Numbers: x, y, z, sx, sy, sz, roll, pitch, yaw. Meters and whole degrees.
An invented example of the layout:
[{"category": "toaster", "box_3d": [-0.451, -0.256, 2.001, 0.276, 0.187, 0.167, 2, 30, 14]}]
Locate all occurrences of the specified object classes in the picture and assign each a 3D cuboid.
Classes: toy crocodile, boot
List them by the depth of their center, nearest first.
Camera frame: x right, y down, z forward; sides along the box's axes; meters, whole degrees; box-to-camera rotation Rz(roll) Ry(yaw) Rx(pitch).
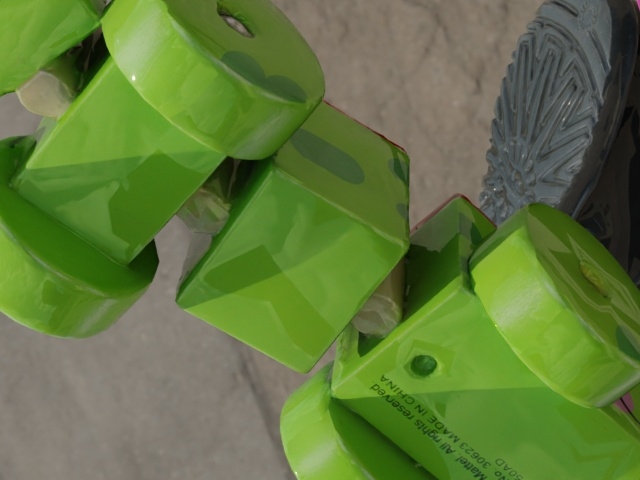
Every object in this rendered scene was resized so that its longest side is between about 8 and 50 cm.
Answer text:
[{"category": "toy crocodile", "box_3d": [0.000, 0.000, 0.469, 0.115, 0.340, 0.105, -46, 17, 27]}, {"category": "boot", "box_3d": [0.369, -0.054, 1.290, 0.146, 0.445, 0.367, -115, 31, -47]}]

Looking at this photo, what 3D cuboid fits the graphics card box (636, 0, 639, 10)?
[{"category": "graphics card box", "box_3d": [0.328, -0.156, 0.922, 0.233, 0.094, 0.371, -24, 64, 29]}]
